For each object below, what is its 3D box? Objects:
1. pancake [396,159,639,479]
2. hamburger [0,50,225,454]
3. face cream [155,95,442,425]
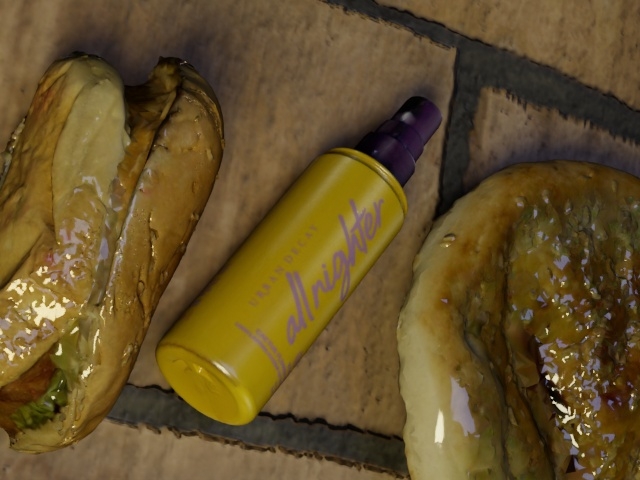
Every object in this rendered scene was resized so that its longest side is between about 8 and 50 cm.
[{"bbox_3d":[0.199,0.123,1.115,0.387,0.082,0.387,7,78,-36],"label":"pancake"},{"bbox_3d":[-0.130,-0.002,0.892,0.124,0.131,0.262,26,72,-27],"label":"hamburger"},{"bbox_3d":[0.000,0.000,1.008,0.078,0.078,0.273,49,59,-16],"label":"face cream"}]
